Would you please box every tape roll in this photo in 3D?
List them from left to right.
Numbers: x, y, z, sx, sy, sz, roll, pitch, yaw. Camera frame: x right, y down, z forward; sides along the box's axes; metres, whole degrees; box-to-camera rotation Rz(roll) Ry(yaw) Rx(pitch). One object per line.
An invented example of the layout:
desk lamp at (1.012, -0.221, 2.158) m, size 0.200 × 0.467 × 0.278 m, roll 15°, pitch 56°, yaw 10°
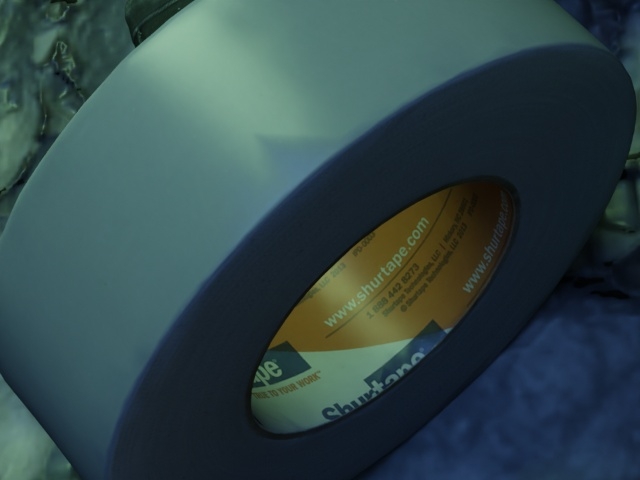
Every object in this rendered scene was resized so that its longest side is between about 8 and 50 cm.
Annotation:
tape roll at (0.000, 0.000, 0.644) m, size 0.219 × 0.219 × 0.072 m, roll -42°, pitch 66°, yaw -1°

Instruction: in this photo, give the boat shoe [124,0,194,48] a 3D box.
boat shoe at (0.023, -0.119, 0.757) m, size 0.219 × 0.078 × 0.070 m, roll -27°, pitch 67°, yaw 8°
